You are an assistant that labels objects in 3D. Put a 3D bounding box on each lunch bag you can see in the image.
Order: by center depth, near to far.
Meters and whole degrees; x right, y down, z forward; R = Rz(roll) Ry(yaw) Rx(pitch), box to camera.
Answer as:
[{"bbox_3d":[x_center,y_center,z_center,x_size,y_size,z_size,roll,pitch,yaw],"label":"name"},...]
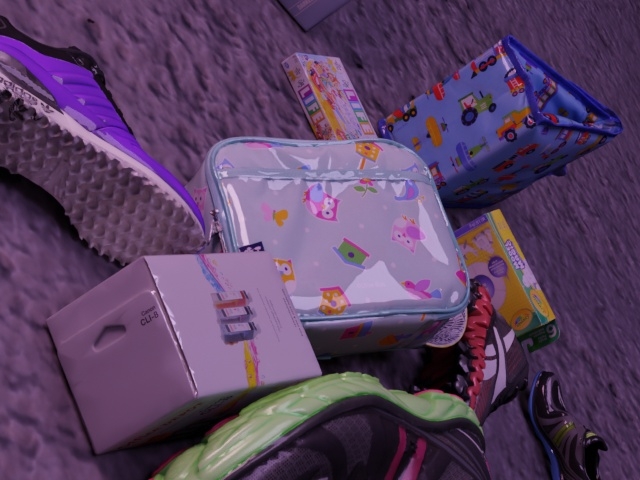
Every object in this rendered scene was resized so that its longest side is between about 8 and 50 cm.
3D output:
[{"bbox_3d":[0.000,0.000,1.341,0.279,0.108,0.224,0,63,-32],"label":"lunch bag"},{"bbox_3d":[0.261,-0.126,1.813,0.293,0.221,0.138,16,50,-50],"label":"lunch bag"}]

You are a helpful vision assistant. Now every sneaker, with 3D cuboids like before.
[{"bbox_3d":[0.032,0.237,1.174,0.483,0.185,0.202,8,52,-52],"label":"sneaker"},{"bbox_3d":[-0.209,-0.099,1.206,0.293,0.102,0.146,40,34,-29],"label":"sneaker"},{"bbox_3d":[0.177,0.163,1.542,0.135,0.098,0.276,45,31,-17],"label":"sneaker"},{"bbox_3d":[0.318,0.249,1.693,0.067,0.078,0.188,17,48,-49],"label":"sneaker"}]

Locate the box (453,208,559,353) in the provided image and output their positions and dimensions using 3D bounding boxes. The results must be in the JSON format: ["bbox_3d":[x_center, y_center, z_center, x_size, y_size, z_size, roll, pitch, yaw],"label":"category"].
[{"bbox_3d":[0.218,0.064,1.688,0.043,0.105,0.179,-19,79,-52],"label":"box"}]

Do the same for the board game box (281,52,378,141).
[{"bbox_3d":[0.019,-0.159,1.679,0.103,0.026,0.154,-6,67,-58],"label":"board game box"}]

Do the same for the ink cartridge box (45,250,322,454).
[{"bbox_3d":[-0.114,0.092,1.142,0.176,0.128,0.127,-1,63,-55],"label":"ink cartridge box"}]

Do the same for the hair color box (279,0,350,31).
[{"bbox_3d":[-0.079,-0.473,1.738,0.374,0.114,0.185,47,32,-18],"label":"hair color box"}]

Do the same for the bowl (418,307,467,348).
[{"bbox_3d":[0.078,0.059,1.502,0.170,0.080,0.170,29,42,-30],"label":"bowl"}]
